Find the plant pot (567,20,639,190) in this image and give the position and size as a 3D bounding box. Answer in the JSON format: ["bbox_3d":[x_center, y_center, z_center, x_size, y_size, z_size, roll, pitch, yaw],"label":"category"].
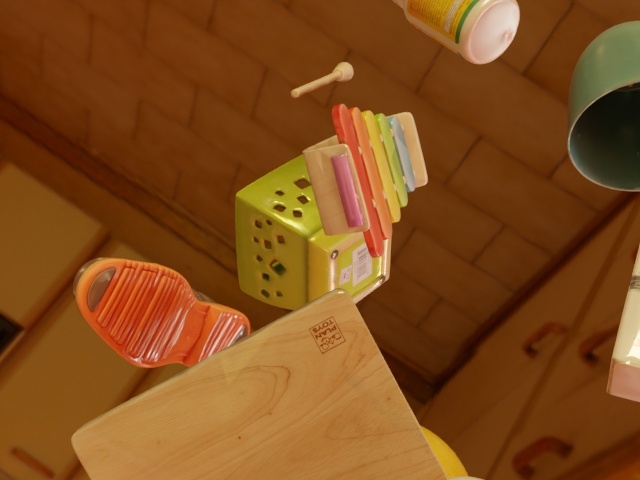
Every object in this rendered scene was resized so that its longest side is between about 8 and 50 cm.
[{"bbox_3d":[0.613,-0.279,1.974,0.292,0.235,0.293,3,141,2],"label":"plant pot"}]

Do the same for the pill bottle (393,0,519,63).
[{"bbox_3d":[0.205,-0.374,1.630,0.208,0.117,0.118,42,159,38],"label":"pill bottle"}]

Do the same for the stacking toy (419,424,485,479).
[{"bbox_3d":[0.053,0.302,1.113,0.350,0.351,0.480,48,158,-20],"label":"stacking toy"}]

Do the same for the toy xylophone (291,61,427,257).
[{"bbox_3d":[0.054,-0.123,1.416,0.081,0.323,0.236,-11,108,23],"label":"toy xylophone"}]

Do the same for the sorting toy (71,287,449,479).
[{"bbox_3d":[-0.035,0.207,0.888,0.256,0.257,0.089,62,179,-6],"label":"sorting toy"}]

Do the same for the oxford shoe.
[{"bbox_3d":[-0.236,0.095,1.390,0.132,0.130,0.363,26,172,29],"label":"oxford shoe"}]

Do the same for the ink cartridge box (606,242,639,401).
[{"bbox_3d":[0.499,0.087,1.329,0.197,0.273,0.114,14,151,19],"label":"ink cartridge box"}]

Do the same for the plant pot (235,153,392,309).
[{"bbox_3d":[0.000,0.000,1.810,0.207,0.227,0.228,31,138,34],"label":"plant pot"}]
